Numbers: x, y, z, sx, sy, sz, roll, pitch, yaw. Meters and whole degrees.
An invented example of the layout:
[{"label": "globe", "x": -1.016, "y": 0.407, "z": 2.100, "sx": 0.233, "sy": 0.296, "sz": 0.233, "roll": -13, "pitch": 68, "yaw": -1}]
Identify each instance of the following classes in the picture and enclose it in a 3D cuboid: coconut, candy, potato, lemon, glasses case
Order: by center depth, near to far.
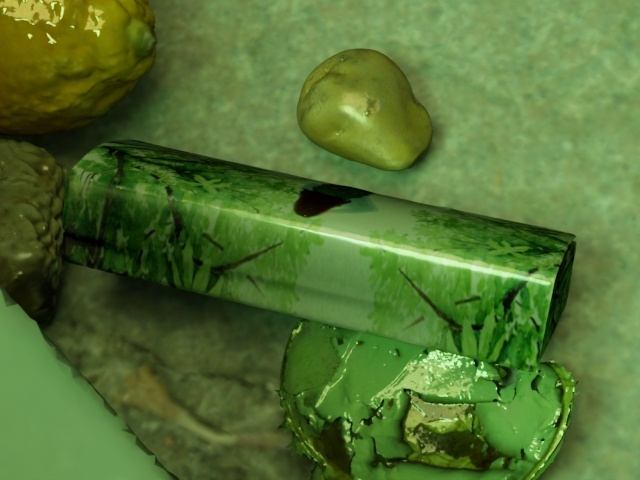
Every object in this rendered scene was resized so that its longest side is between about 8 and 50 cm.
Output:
[{"label": "coconut", "x": 0.048, "y": 0.100, "z": 0.862, "sx": 0.158, "sy": 0.055, "sz": 0.133, "roll": 26, "pitch": 72, "yaw": 19}, {"label": "glasses case", "x": 0.000, "y": 0.000, "z": 0.889, "sx": 0.272, "sy": 0.062, "sz": 0.095, "roll": 13, "pitch": 22, "yaw": 13}, {"label": "candy", "x": -0.195, "y": -0.004, "z": 0.938, "sx": 0.095, "sy": 0.085, "sz": 0.110, "roll": 6, "pitch": 54, "yaw": 1}, {"label": "potato", "x": 0.027, "y": -0.075, "z": 0.952, "sx": 0.083, "sy": 0.062, "sz": 0.068, "roll": 42, "pitch": 91, "yaw": 1}, {"label": "lemon", "x": -0.174, "y": -0.132, "z": 0.955, "sx": 0.187, "sy": 0.142, "sz": 0.142, "roll": 15, "pitch": 67, "yaw": 28}]

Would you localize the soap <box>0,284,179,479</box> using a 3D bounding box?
[{"label": "soap", "x": -0.255, "y": 0.059, "z": 0.691, "sx": 0.213, "sy": 0.350, "sz": 0.435, "roll": -44, "pitch": 101, "yaw": -14}]
